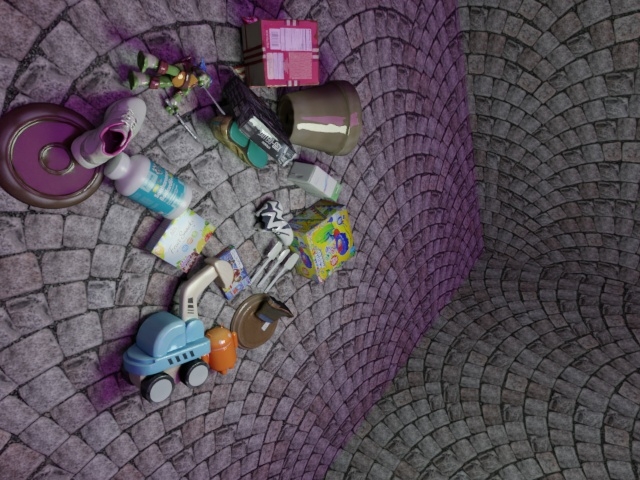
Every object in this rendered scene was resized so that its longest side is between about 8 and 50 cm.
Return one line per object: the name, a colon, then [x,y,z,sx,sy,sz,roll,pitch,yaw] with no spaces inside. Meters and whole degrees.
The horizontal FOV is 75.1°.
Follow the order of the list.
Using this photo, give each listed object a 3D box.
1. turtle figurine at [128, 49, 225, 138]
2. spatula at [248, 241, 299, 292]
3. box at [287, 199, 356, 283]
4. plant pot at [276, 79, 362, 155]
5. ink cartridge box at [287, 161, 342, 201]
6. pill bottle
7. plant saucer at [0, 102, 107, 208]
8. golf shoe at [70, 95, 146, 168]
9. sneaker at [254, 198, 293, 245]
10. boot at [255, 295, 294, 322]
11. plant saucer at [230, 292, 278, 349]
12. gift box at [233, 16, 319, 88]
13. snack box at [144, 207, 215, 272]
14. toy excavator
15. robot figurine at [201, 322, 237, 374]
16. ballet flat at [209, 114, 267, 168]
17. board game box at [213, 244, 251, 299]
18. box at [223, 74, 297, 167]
turtle figurine: [-0.465,-0.491,1.365,0.266,0.197,0.275,-1,100,-43]
spatula: [-0.216,0.134,1.923,0.242,0.019,0.168,-52,140,-1]
box: [0.000,0.000,2.040,0.279,0.177,0.290,-37,127,-31]
plant pot: [-0.025,-0.521,1.776,0.280,0.323,0.323,-7,109,-27]
ink cartridge box: [-0.025,-0.272,1.935,0.212,0.154,0.093,27,83,-47]
pill bottle: [-0.572,-0.187,1.388,0.264,0.146,0.146,35,77,-47]
plant saucer: [-0.781,-0.242,1.223,0.310,0.050,0.311,-17,114,-43]
golf shoe: [-0.607,-0.336,1.269,0.115,0.140,0.306,58,42,-42]
sneaker: [-0.220,-0.052,1.851,0.153,0.094,0.235,-36,128,-30]
boot: [-0.214,0.340,1.963,0.106,0.082,0.219,-44,139,1]
plant saucer: [-0.297,0.385,1.955,0.277,0.041,0.278,-18,115,-43]
gift box: [-0.175,-0.706,1.564,0.276,0.258,0.255,-6,111,-25]
snack box: [-0.522,-0.010,1.559,0.174,0.070,0.207,44,69,-45]
toy excavator: [-0.519,0.312,1.567,0.432,0.222,0.446,-12,109,-45]
robot figurine: [-0.429,0.464,1.774,0.158,0.128,0.220,-10,114,-11]
ballet flat: [-0.313,-0.381,1.609,0.123,0.123,0.348,-68,162,-5]
board game box: [-0.387,0.137,1.778,0.136,0.035,0.201,-40,129,-30]
box: [-0.228,-0.448,1.560,0.076,0.308,0.242,-38,140,15]
